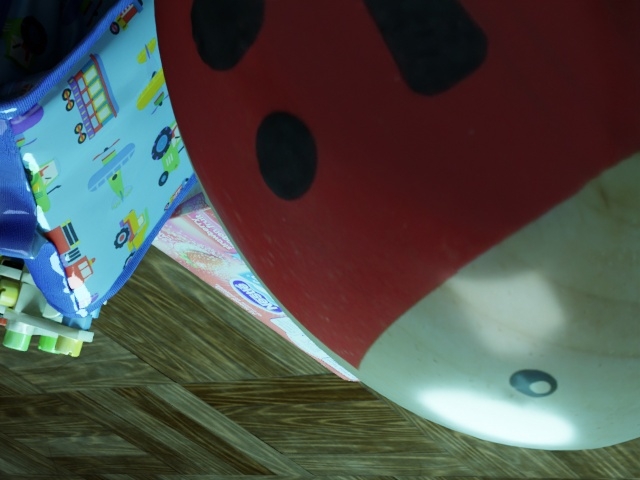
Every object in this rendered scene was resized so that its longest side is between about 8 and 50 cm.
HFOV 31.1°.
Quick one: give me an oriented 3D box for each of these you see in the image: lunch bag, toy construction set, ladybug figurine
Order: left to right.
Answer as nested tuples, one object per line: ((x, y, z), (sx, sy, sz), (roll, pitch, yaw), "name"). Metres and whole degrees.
((-0.415, 0.040, 1.379), (0.327, 0.151, 0.215), (30, 175, -6), "toy construction set")
((-0.147, -0.101, 0.804), (0.138, 0.293, 0.221), (12, 145, 11), "lunch bag")
((0.055, -0.102, 0.605), (0.305, 0.449, 0.162), (-36, 160, 7), "ladybug figurine")

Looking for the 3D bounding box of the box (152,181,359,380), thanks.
((0.000, 0.000, 1.073), (0.154, 0.142, 0.300), (-14, 137, 45), "box")
